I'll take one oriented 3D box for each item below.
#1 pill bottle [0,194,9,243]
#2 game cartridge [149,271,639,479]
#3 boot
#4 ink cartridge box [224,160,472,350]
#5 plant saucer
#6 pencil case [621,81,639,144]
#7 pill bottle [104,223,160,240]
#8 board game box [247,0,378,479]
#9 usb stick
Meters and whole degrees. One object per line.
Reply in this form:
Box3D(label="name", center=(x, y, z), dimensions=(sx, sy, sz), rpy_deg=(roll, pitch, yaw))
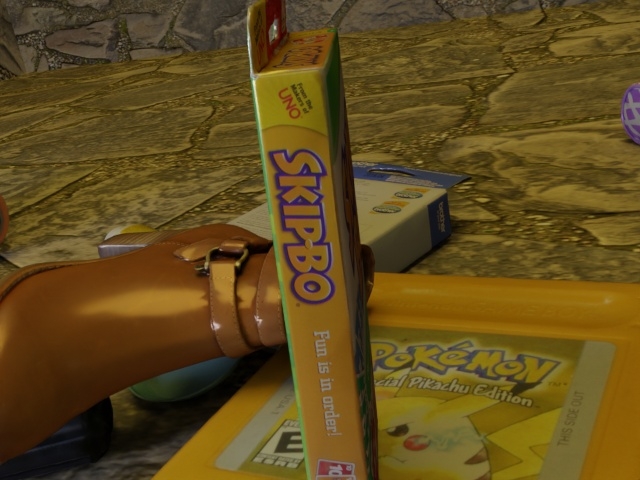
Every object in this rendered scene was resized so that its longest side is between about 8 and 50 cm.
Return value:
Box3D(label="pill bottle", center=(-0.530, -0.026, 1.068), dimensions=(0.246, 0.130, 0.130), rpy_deg=(-1, 23, 22))
Box3D(label="game cartridge", center=(0.081, 0.108, 0.542), dimensions=(0.285, 0.052, 0.324), rpy_deg=(1, 26, 28))
Box3D(label="boot", center=(-0.091, 0.064, 0.566), dimensions=(0.220, 0.109, 0.283), rpy_deg=(1, 17, 18))
Box3D(label="ink cartridge box", center=(0.000, 0.000, 0.838), dimensions=(0.186, 0.065, 0.311), rpy_deg=(11, 33, 41))
Box3D(label="plant saucer", center=(-0.105, 0.090, 0.677), dimensions=(0.119, 0.021, 0.119), rpy_deg=(-17, 38, 14))
Box3D(label="pencil case", center=(0.484, -0.177, 1.031), dimensions=(0.206, 0.086, 0.088), rpy_deg=(-17, 49, -11))
Box3D(label="pill bottle", center=(-0.189, 0.017, 0.881), dimensions=(0.065, 0.065, 0.116), rpy_deg=(-24, 26, -31))
Box3D(label="board game box", center=(0.003, 0.014, 0.394), dimensions=(0.039, 0.259, 0.124), rpy_deg=(-7, 21, 6))
Box3D(label="usb stick", center=(-0.289, 0.160, 0.596), dimensions=(0.278, 0.045, 0.077), rpy_deg=(-13, 22, -3))
